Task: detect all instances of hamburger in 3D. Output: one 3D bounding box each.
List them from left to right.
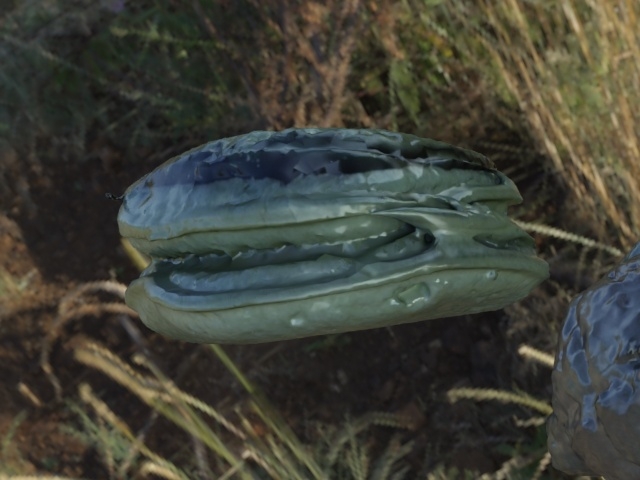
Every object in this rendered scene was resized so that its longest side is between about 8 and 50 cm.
[{"bbox_3d":[0.000,0.000,0.380,0.133,0.062,0.140,-4,-5,-24],"label":"hamburger"}]

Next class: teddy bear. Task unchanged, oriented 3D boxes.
[{"bbox_3d":[0.248,0.063,0.619,0.267,0.236,0.151,3,54,-13],"label":"teddy bear"}]
